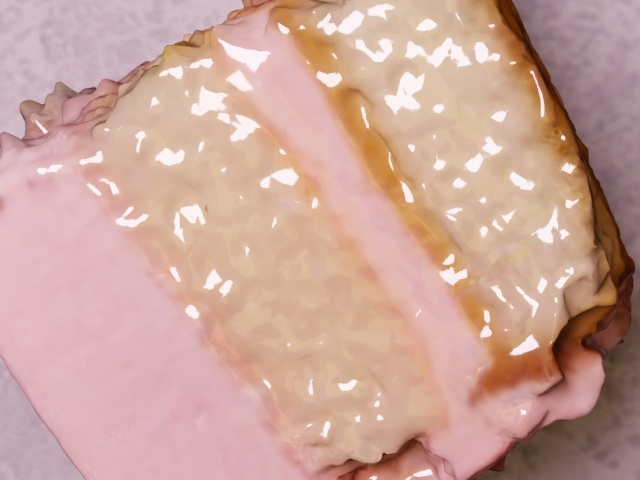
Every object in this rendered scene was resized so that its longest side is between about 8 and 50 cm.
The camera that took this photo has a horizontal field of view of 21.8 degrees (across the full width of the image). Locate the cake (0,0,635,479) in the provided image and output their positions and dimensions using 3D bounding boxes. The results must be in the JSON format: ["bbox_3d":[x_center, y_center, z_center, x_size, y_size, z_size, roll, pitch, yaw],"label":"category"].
[{"bbox_3d":[0.000,0.000,0.910,0.307,0.314,0.293,-28,96,10],"label":"cake"}]
